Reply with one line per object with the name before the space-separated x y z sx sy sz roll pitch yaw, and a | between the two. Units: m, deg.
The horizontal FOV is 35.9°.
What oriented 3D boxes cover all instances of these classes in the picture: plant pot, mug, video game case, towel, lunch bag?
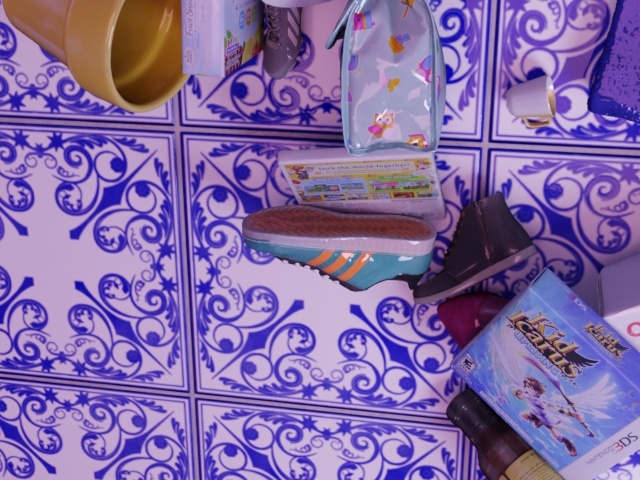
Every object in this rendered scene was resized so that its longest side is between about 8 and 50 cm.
plant pot | -0.324 -0.345 1.458 0.239 0.254 0.254 24 115 20
mug | 0.311 -0.202 1.462 0.064 0.062 0.078 -7 103 23
video game case | 0.069 -0.083 1.508 0.227 0.026 0.206 -1 154 13
towel | 0.550 -0.253 1.386 0.308 0.076 0.228 15 106 7
lunch bag | 0.094 -0.269 1.392 0.160 0.223 0.262 -4 109 7
video game case | 0.350 0.206 1.432 0.269 0.061 0.244 44 139 9

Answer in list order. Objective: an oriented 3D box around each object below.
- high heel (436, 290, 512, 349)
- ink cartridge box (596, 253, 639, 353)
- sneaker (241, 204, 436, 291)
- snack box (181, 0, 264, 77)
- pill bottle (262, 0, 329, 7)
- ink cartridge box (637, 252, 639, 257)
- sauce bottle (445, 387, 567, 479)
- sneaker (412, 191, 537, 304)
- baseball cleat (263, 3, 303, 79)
high heel | 0.335 0.236 1.629 0.181 0.127 0.377 0 123 48
ink cartridge box | 0.599 0.193 1.437 0.279 0.160 0.385 -22 105 20
sneaker | 0.025 0.024 1.536 0.302 0.108 0.121 5 120 -4
snack box | -0.138 -0.342 1.423 0.070 0.207 0.174 6 112 10
pill bottle | -0.038 -0.471 1.328 0.160 0.160 0.283 -10 86 16
ink cartridge box | 0.570 0.115 1.530 0.235 0.056 0.171 24 114 4
sauce bottle | 0.329 0.372 1.562 0.344 0.111 0.111 50 121 37
sneaker | 0.225 0.015 1.566 0.222 0.083 0.118 -30 82 29
baseball cleat | -0.067 -0.341 1.463 0.072 0.109 0.206 29 112 38
